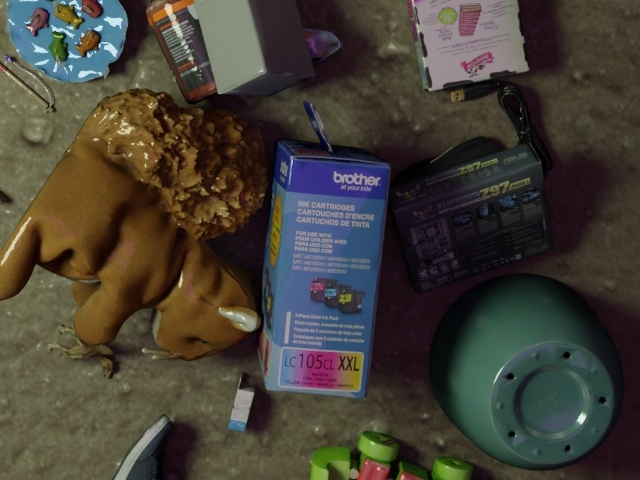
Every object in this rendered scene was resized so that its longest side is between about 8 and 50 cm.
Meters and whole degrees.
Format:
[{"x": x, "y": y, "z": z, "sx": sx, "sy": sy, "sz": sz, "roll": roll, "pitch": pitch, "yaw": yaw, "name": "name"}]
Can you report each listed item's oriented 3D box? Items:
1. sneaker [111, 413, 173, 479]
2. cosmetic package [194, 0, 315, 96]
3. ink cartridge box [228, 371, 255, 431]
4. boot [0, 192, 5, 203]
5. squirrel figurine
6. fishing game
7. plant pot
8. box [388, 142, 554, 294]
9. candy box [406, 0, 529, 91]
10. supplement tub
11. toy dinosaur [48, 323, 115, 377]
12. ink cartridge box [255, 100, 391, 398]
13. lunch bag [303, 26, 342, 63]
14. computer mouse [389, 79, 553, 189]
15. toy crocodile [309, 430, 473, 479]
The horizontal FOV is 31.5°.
[{"x": -0.249, "y": 0.398, "z": 1.792, "sx": 0.163, "sy": 0.086, "sz": 0.226, "roll": 33, "pitch": 106, "yaw": 4, "name": "sneaker"}, {"x": -0.105, "y": -0.333, "z": 1.636, "sx": 0.107, "sy": 0.127, "sz": 0.238, "roll": -16, "pitch": 83, "yaw": 35, "name": "cosmetic package"}, {"x": -0.123, "y": 0.256, "z": 1.802, "sx": 0.028, "sy": 0.048, "sz": 0.083, "roll": 14, "pitch": 98, "yaw": -4, "name": "ink cartridge box"}, {"x": -0.557, "y": -0.064, "z": 1.745, "sx": 0.118, "sy": 0.042, "sz": 0.087, "roll": 35, "pitch": 102, "yaw": -6, "name": "boot"}, {"x": -0.223, "y": -0.012, "z": 1.653, "sx": 0.370, "sy": 0.281, "sz": 0.397, "roll": 33, "pitch": 99, "yaw": -13, "name": "squirrel figurine"}, {"x": -0.380, "y": -0.319, "z": 1.682, "sx": 0.189, "sy": 0.041, "sz": 0.264, "roll": 42, "pitch": 111, "yaw": -8, "name": "fishing game"}, {"x": 0.325, "y": 0.215, "z": 1.719, "sx": 0.293, "sy": 0.235, "sz": 0.293, "roll": 0, "pitch": 99, "yaw": -2, "name": "plant pot"}, {"x": 0.230, "y": -0.031, "z": 1.726, "sx": 0.232, "sy": 0.059, "sz": 0.183, "roll": -19, "pitch": 132, "yaw": 1, "name": "box"}, {"x": 0.214, "y": -0.354, "z": 1.711, "sx": 0.159, "sy": 0.071, "sz": 0.233, "roll": -11, "pitch": 98, "yaw": -1, "name": "candy box"}, {"x": -0.191, "y": -0.310, "z": 1.685, "sx": 0.106, "sy": 0.106, "sz": 0.198, "roll": -24, "pitch": 99, "yaw": 2, "name": "supplement tub"}, {"x": -0.365, "y": 0.159, "z": 1.740, "sx": 0.092, "sy": 0.183, "sz": 0.053, "roll": 10, "pitch": 69, "yaw": 11, "name": "toy dinosaur"}, {"x": 0.000, "y": 0.000, "z": 1.656, "sx": 0.151, "sy": 0.270, "sz": 0.395, "roll": 6, "pitch": 98, "yaw": -8, "name": "ink cartridge box"}, {"x": -0.011, "y": -0.294, "z": 1.711, "sx": 0.083, "sy": 0.071, "sz": 0.053, "roll": 3, "pitch": 98, "yaw": -3, "name": "lunch bag"}, {"x": 0.220, "y": -0.139, "z": 1.749, "sx": 0.262, "sy": 0.060, "sz": 0.184, "roll": -20, "pitch": 100, "yaw": 1, "name": "computer mouse"}, {"x": 0.146, "y": 0.394, "z": 1.805, "sx": 0.340, "sy": 0.105, "sz": 0.115, "roll": 18, "pitch": 98, "yaw": -5, "name": "toy crocodile"}]
